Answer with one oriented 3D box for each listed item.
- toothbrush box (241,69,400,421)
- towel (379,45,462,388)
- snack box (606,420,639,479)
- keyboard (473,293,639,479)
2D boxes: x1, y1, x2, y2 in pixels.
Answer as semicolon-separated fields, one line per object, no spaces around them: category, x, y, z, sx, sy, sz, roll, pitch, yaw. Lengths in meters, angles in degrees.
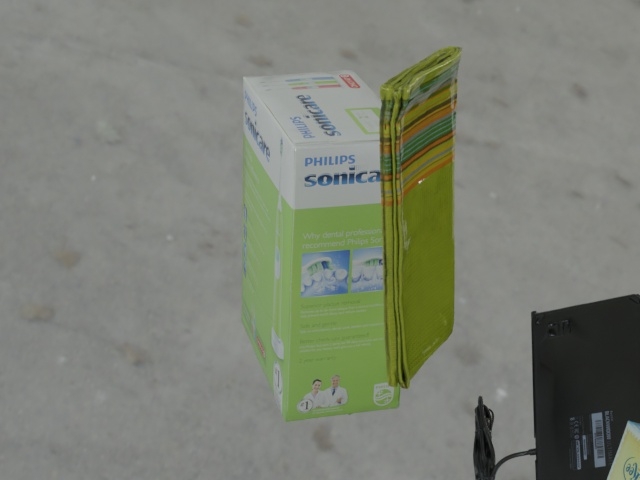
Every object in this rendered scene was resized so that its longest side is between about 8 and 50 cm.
toothbrush box;0.000;0.000;1.199;0.122;0.283;0.206;-6;26;-14
towel;0.076;-0.015;0.886;0.021;0.237;0.102;14;31;30
snack box;0.246;0.260;0.799;0.060;0.187;0.322;17;9;-9
keyboard;0.227;0.200;1.162;0.033;0.202;0.317;53;33;-44
